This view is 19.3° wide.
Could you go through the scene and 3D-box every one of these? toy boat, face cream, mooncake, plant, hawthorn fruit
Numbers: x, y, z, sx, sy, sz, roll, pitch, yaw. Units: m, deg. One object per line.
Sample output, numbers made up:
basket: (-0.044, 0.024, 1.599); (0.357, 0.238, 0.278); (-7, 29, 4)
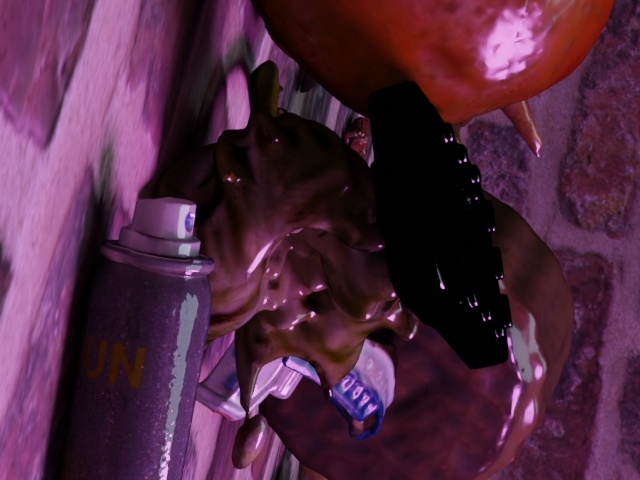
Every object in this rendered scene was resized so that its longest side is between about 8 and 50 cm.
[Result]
toy boat: (-0.023, 0.104, 1.527); (0.262, 0.114, 0.115); (29, 92, -48)
face cream: (-0.113, 0.114, 1.101); (0.073, 0.073, 0.283); (-31, 132, -81)
mooncake: (0.073, 0.088, 1.690); (0.161, 0.290, 0.290); (-56, 156, -63)
plant: (-0.063, -0.046, 1.333); (0.251, 0.180, 0.333); (83, -15, -46)
hawthorn fruit: (0.082, -0.185, 1.270); (0.298, 0.277, 0.277); (66, 17, -13)

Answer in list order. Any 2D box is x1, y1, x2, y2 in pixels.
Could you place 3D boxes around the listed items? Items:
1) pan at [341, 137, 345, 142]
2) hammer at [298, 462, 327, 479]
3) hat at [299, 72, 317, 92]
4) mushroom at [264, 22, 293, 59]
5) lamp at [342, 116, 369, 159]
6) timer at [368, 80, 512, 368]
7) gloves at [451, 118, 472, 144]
pan: (0.006, -0.054, 1.979); (0.068, 0.023, 0.115); (85, 14, -68)
hammer: (-0.002, 0.246, 2.144); (0.202, 0.113, 0.305); (82, 11, -78)
hat: (0.000, -0.176, 1.729); (0.087, 0.042, 0.058); (-44, -175, 32)
mushroom: (0.003, -0.195, 1.446); (0.127, 0.087, 0.127); (-44, -147, 40)
lamp: (0.042, -0.115, 2.165); (0.083, 0.031, 0.063); (-74, 173, -60)
timer: (0.074, -0.004, 1.219); (0.187, 0.055, 0.144); (47, 32, -61)
gloves: (0.146, -0.199, 2.429); (0.154, 0.141, 0.331); (-53, 180, -5)
